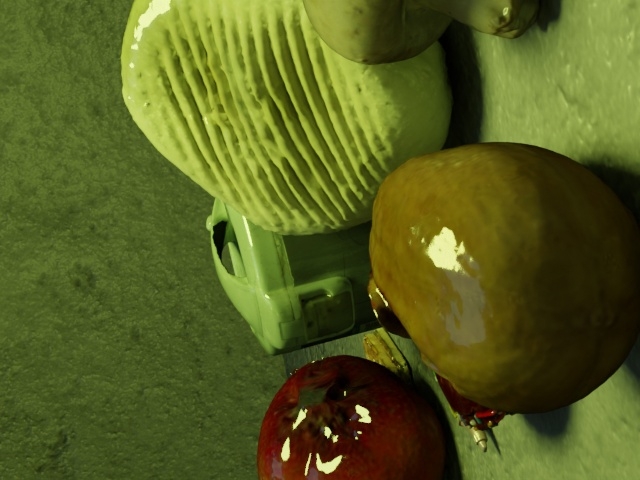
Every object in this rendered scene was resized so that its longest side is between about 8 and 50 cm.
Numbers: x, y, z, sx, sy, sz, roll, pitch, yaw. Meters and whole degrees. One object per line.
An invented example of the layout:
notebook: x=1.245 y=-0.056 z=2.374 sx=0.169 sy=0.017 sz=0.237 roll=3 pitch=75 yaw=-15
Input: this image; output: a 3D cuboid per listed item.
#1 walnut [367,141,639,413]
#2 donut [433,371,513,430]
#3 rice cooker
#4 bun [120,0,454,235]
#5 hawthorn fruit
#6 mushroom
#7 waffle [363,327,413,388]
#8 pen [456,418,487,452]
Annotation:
walnut: x=0.142 y=0.013 z=0.830 sx=0.298 sy=0.203 sz=0.203 roll=-119 pitch=18 yaw=-62
donut: x=0.162 y=0.080 z=1.082 sx=0.235 sy=0.089 sz=0.235 roll=167 pitch=90 yaw=-80
rice cooker: x=-0.002 y=0.002 z=1.369 sx=0.288 sy=0.277 sz=0.288 roll=165 pitch=90 yaw=-80
bun: x=-0.030 y=-0.188 z=1.145 sx=0.227 sy=0.352 sz=0.349 roll=-65 pitch=-36 yaw=-49
hawthorn fruit: x=0.053 y=0.329 z=1.553 sx=0.311 sy=0.295 sz=0.295 roll=61 pitch=174 yaw=-15
mushroom: x=0.090 y=-0.231 z=0.868 sx=0.204 sy=0.204 sz=0.204 roll=166 pitch=90 yaw=-81
waffle: x=0.112 y=0.217 z=1.712 sx=0.148 sy=0.042 sz=0.102 roll=-125 pitch=24 yaw=-66
pen: x=0.175 y=0.183 z=1.330 sx=0.053 sy=0.032 sz=0.197 roll=88 pitch=166 yaw=-49
